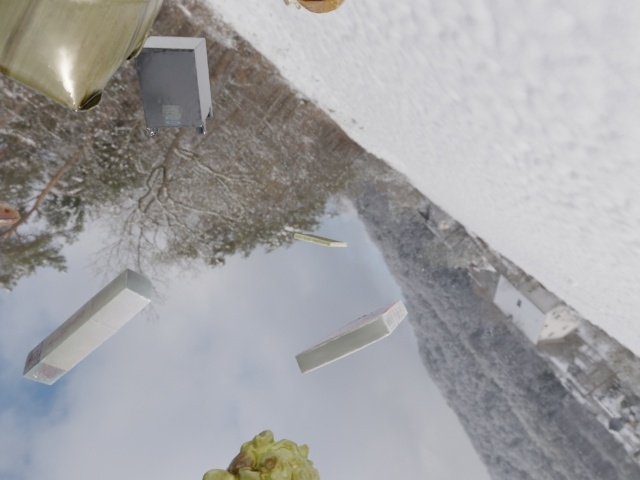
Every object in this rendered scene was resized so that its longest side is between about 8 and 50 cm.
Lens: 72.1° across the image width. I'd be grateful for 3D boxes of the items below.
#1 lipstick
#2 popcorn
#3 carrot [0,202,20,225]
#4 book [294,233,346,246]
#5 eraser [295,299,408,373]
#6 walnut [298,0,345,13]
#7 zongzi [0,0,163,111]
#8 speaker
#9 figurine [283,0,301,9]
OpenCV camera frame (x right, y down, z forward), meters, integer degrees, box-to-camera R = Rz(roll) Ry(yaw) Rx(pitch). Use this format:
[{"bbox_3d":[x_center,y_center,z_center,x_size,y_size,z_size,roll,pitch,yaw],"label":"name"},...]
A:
[{"bbox_3d":[-0.565,0.213,1.068,0.080,0.372,0.076,41,-164,-39],"label":"lipstick"},{"bbox_3d":[-0.108,0.484,0.853,0.217,0.180,0.235,13,-143,13],"label":"popcorn"},{"bbox_3d":[-0.477,-0.037,0.575,0.139,0.048,0.048,10,-149,-33],"label":"carrot"},{"bbox_3d":[0.000,0.001,1.092,0.111,0.014,0.077,14,-173,33],"label":"book"},{"bbox_3d":[0.065,0.162,0.771,0.038,0.157,0.230,64,-165,10],"label":"eraser"},{"bbox_3d":[-0.004,-0.476,0.743,0.144,0.144,0.179,23,-127,-67],"label":"walnut"},{"bbox_3d":[-0.227,-0.399,0.464,0.182,0.418,0.446,20,-144,-37],"label":"zongzi"},{"bbox_3d":[-0.444,-0.477,1.349,0.232,0.184,0.253,-99,10,-57],"label":"speaker"},{"bbox_3d":[-0.066,-0.563,0.980,0.050,0.047,0.083,-56,-44,-71],"label":"figurine"}]
